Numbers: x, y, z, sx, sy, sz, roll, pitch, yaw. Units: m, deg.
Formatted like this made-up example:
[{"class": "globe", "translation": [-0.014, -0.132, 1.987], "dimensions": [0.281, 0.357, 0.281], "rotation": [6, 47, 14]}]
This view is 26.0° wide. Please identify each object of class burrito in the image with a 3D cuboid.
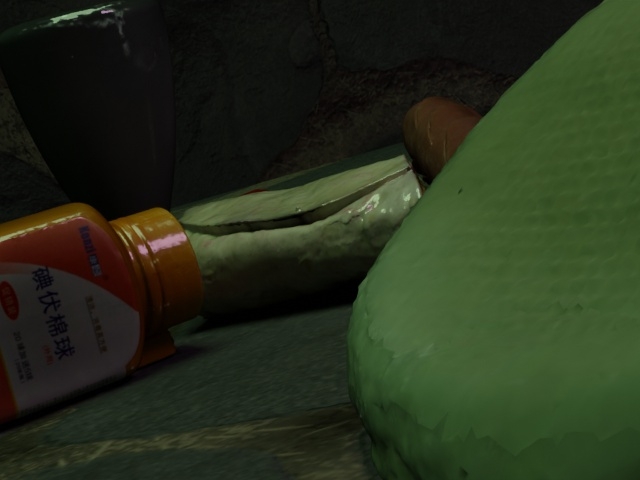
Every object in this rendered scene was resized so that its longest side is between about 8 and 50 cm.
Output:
[{"class": "burrito", "translation": [-0.002, 0.001, 1.251], "dimensions": [0.299, 0.105, 0.143], "rotation": [-11, 18, 28]}]

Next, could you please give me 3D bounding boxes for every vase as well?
[{"class": "vase", "translation": [-0.210, -0.074, 1.417], "dimensions": [0.173, 0.321, 0.173], "rotation": [-13, 7, 2]}]

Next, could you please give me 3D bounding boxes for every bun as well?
[{"class": "bun", "translation": [0.160, 0.021, 0.420], "dimensions": [0.293, 0.187, 0.293], "rotation": [-33, 19, 13]}]

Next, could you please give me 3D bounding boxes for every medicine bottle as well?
[{"class": "medicine bottle", "translation": [-0.216, 0.051, 1.133], "dimensions": [0.222, 0.149, 0.112], "rotation": [-20, 8, -29]}]

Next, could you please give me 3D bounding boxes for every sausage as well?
[{"class": "sausage", "translation": [0.139, -0.060, 1.201], "dimensions": [0.087, 0.088, 0.433], "rotation": [-17, 19, -6]}]

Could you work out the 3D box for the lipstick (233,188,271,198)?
[{"class": "lipstick", "translation": [-0.119, -0.012, 1.756], "dimensions": [0.073, 0.073, 0.279], "rotation": [-14, 7, 18]}]
